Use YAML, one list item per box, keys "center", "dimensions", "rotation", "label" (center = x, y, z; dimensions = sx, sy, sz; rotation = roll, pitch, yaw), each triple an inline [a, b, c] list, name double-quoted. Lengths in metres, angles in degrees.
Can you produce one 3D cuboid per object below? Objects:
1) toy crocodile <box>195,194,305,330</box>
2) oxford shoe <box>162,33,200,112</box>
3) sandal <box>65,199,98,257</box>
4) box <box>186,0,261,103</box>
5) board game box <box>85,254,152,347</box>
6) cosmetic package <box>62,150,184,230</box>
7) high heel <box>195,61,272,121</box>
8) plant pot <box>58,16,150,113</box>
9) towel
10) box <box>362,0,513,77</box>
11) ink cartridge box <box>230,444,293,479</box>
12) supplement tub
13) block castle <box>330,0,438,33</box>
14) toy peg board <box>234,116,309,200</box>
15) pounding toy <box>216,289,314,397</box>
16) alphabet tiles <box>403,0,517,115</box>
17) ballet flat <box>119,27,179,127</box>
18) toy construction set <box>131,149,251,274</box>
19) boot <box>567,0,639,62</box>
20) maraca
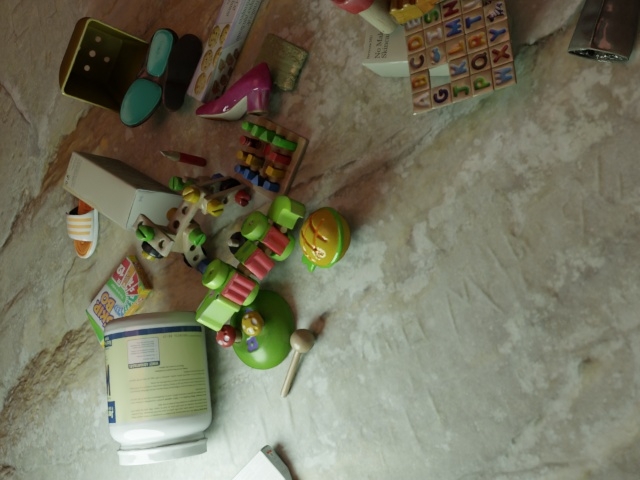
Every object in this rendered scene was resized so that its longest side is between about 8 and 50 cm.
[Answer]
- center: [-0.150, 0.050, 1.466]
  dimensions: [0.341, 0.115, 0.105]
  rotation: [-52, 31, -3]
  label: "toy crocodile"
- center: [-0.370, -0.438, 1.761]
  dimensions: [0.076, 0.076, 0.212]
  rotation: [180, 109, -74]
  label: "oxford shoe"
- center: [-0.699, -0.083, 1.950]
  dimensions: [0.101, 0.076, 0.266]
  rotation: [2, 86, 36]
  label: "sandal"
- center: [-0.234, -0.494, 1.666]
  dimensions: [0.067, 0.063, 0.324]
  rotation: [34, 104, 33]
  label: "box"
- center: [-0.564, 0.172, 1.852]
  dimensions: [0.259, 0.039, 0.124]
  rotation: [-49, 59, 25]
  label: "board game box"
- center: [-0.526, -0.129, 1.780]
  dimensions: [0.309, 0.160, 0.113]
  rotation: [29, 103, 36]
  label: "cosmetic package"
- center: [-0.212, -0.353, 1.612]
  dimensions: [0.244, 0.082, 0.117]
  rotation: [1, 89, 45]
  label: "high heel"
- center: [-0.605, -0.496, 1.861]
  dimensions: [0.187, 0.212, 0.212]
  rotation: [40, 109, 45]
  label: "plant pot"
- center: [-0.098, -0.420, 1.581]
  dimensions: [0.148, 0.027, 0.110]
  rotation: [32, 103, 35]
  label: "towel"
- center: [0.223, -0.384, 1.301]
  dimensions: [0.275, 0.094, 0.113]
  rotation: [6, 88, 36]
  label: "box"
- center: [-0.106, 0.564, 1.481]
  dimensions: [0.179, 0.045, 0.145]
  rotation: [45, 111, 11]
  label: "ink cartridge box"
- center: [-0.377, 0.340, 1.570]
  dimensions: [0.235, 0.235, 0.325]
  rotation: [-15, 76, 34]
  label: "supplement tub"
- center: [0.163, -0.636, 1.199]
  dimensions: [0.302, 0.212, 0.454]
  rotation: [-10, 71, 35]
  label: "block castle"
- center: [-0.134, -0.192, 1.550]
  dimensions: [0.161, 0.079, 0.161]
  rotation: [31, 103, 35]
  label: "toy peg board"
- center: [-0.143, 0.214, 1.491]
  dimensions: [0.237, 0.110, 0.183]
  rotation: [38, 107, 33]
  label: "pounding toy"
- center: [0.245, -0.366, 1.219]
  dimensions: [0.198, 0.009, 0.237]
  rotation: [-12, 77, 34]
  label: "alphabet tiles"
- center: [-0.443, -0.425, 1.795]
  dimensions: [0.095, 0.096, 0.281]
  rotation: [27, 93, 0]
  label: "ballet flat"
- center: [-0.325, -0.080, 1.578]
  dimensions: [0.257, 0.237, 0.309]
  rotation: [-37, 65, 27]
  label: "toy construction set"
- center: [0.468, -0.421, 1.151]
  dimensions: [0.189, 0.076, 0.209]
  rotation: [25, 106, 37]
  label: "boot"
- center: [0.000, 0.000, 1.424]
  dimensions: [0.185, 0.099, 0.127]
  rotation: [-32, 61, 58]
  label: "maraca"
